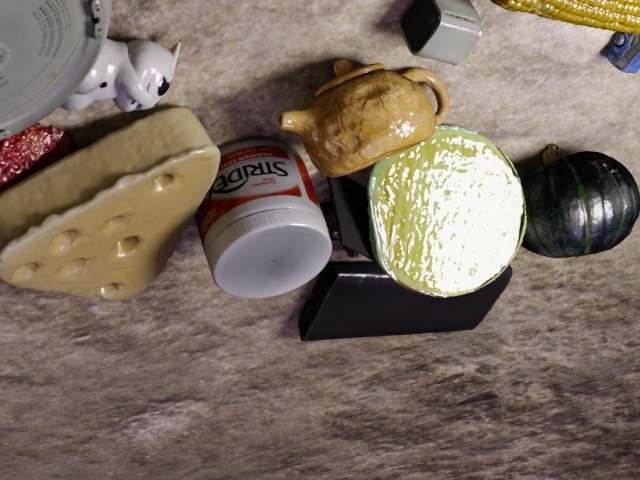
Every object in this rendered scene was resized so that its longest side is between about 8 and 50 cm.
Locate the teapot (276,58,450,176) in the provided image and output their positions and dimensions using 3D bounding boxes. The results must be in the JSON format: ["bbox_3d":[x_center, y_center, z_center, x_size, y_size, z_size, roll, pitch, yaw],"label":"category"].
[{"bbox_3d":[0.071,-0.204,1.805,0.311,0.167,0.203,-22,179,-30],"label":"teapot"}]

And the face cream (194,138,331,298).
[{"bbox_3d":[-0.100,-0.037,1.912,0.201,0.187,0.201,-13,146,-9],"label":"face cream"}]

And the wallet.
[{"bbox_3d":[0.171,0.116,2.378,0.405,0.062,0.228,-1,142,-24],"label":"wallet"}]

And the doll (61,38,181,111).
[{"bbox_3d":[-0.285,-0.230,1.622,0.180,0.107,0.110,4,148,-30],"label":"doll"}]

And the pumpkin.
[{"bbox_3d":[0.448,-0.071,2.128,0.249,0.216,0.250,-19,171,-3],"label":"pumpkin"}]

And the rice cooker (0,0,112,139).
[{"bbox_3d":[-0.422,-0.299,1.262,0.335,0.325,0.335,-26,150,-17],"label":"rice cooker"}]

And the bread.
[{"bbox_3d":[0.215,-0.051,2.015,0.301,0.302,0.045,-11,-174,-13],"label":"bread"}]

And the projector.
[{"bbox_3d":[0.178,-0.317,1.747,0.082,0.083,0.083,7,138,-33],"label":"projector"}]

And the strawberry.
[{"bbox_3d":[-0.461,-0.109,1.724,0.208,0.087,0.167,-19,145,-4],"label":"strawberry"}]

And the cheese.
[{"bbox_3d":[-0.358,-0.028,1.794,0.384,0.104,0.384,-29,158,-13],"label":"cheese"}]

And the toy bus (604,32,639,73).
[{"bbox_3d":[0.531,-0.336,1.914,0.051,0.061,0.153,3,139,-38],"label":"toy bus"}]

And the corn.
[{"bbox_3d":[0.401,-0.375,1.746,0.363,0.120,0.120,3,140,-29],"label":"corn"}]

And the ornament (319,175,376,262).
[{"bbox_3d":[0.000,0.000,2.072,0.196,0.153,0.166,-26,147,29],"label":"ornament"}]
